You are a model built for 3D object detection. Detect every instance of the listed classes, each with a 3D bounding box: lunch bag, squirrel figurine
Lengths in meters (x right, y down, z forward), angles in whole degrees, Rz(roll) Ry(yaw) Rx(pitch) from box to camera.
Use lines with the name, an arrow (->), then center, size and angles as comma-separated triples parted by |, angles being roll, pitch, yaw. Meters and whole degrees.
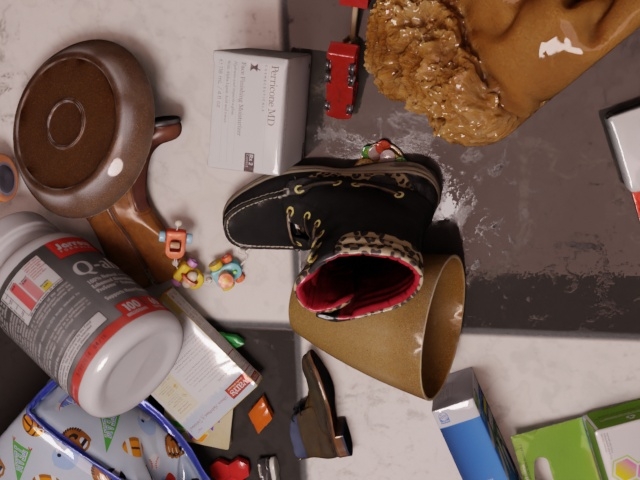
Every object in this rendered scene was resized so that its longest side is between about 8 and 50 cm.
lunch bag -> -0.422, 0.457, 1.478 | 0.385, 0.239, 0.328 | 41, 119, -9
squirrel figurine -> 0.220, -0.351, 1.131 | 0.397, 0.281, 0.370 | -41, 88, 15

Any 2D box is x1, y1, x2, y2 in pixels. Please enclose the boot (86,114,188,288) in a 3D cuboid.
boot -> -0.304, -0.058, 1.397 | 0.264, 0.096, 0.280 | -24, 101, 12

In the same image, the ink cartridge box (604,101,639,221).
ink cartridge box -> 0.610, -0.127, 1.221 | 0.275, 0.060, 0.238 | -19, 99, 15

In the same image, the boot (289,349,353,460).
boot -> -0.022, 0.308, 1.447 | 0.106, 0.082, 0.219 | -16, 103, 12

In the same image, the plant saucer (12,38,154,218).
plant saucer -> -0.414, -0.192, 1.336 | 0.311, 0.050, 0.310 | -3, 84, 27

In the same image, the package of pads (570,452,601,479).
package of pads -> 0.486, 0.411, 1.403 | 0.083, 0.032, 0.050 | 32, 105, 1

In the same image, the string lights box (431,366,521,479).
string lights box -> 0.277, 0.368, 1.377 | 0.077, 0.133, 0.259 | -22, 100, 15

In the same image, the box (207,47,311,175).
box -> -0.093, -0.210, 1.268 | 0.119, 0.182, 0.180 | 8, 106, 9

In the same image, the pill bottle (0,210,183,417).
pill bottle -> -0.427, 0.115, 1.360 | 0.363, 0.210, 0.210 | 36, 110, 22

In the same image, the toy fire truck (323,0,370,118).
toy fire truck -> 0.043, -0.302, 1.261 | 0.047, 0.135, 0.192 | 11, 146, 7

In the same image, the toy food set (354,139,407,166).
toy food set -> 0.102, -0.126, 1.337 | 0.083, 0.020, 0.082 | 29, 108, 2

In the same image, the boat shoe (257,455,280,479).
boat shoe -> -0.096, 0.475, 1.524 | 0.038, 0.046, 0.125 | -7, 100, 12

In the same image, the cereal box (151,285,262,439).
cereal box -> -0.249, 0.226, 1.457 | 0.173, 0.047, 0.240 | -43, 94, 18

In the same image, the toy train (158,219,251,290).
toy train -> -0.205, 0.036, 1.396 | 0.166, 0.046, 0.125 | 9, 113, -14

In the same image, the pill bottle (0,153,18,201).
pill bottle -> -0.678, -0.105, 1.436 | 0.246, 0.130, 0.130 | -4, 104, 11

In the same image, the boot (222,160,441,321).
boot -> 0.000, 0.000, 1.244 | 0.378, 0.284, 0.138 | -5, 121, 12

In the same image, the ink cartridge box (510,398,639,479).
ink cartridge box -> 0.476, 0.393, 1.335 | 0.255, 0.097, 0.188 | -17, 93, 5

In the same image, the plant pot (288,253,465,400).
plant pot -> 0.086, 0.121, 1.320 | 0.255, 0.237, 0.237 | 9, 107, 25

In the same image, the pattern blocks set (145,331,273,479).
pattern blocks set -> -0.231, 0.313, 1.516 | 0.286, 0.026, 0.324 | 17, 107, 6
